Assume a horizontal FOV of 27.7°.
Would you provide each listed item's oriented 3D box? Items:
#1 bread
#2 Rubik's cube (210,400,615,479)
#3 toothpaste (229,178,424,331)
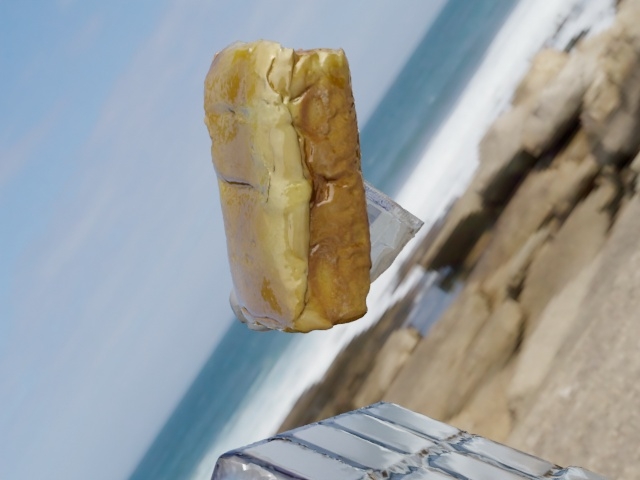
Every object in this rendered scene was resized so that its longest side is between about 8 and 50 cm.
[{"bbox_3d":[-0.015,-0.024,0.575,0.074,0.053,0.132,18,115,60],"label":"bread"},{"bbox_3d":[0.090,0.335,0.889,0.343,0.337,0.345,-4,-67,-69],"label":"Rubik's cube"},{"bbox_3d":[-0.001,-0.002,0.999,0.068,0.099,0.282,-23,9,24],"label":"toothpaste"}]
